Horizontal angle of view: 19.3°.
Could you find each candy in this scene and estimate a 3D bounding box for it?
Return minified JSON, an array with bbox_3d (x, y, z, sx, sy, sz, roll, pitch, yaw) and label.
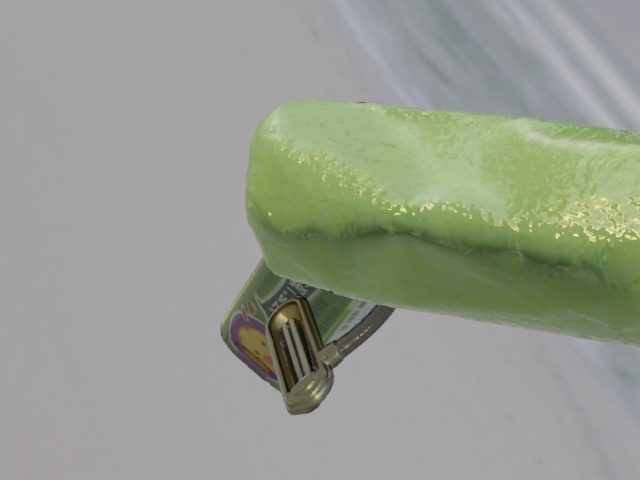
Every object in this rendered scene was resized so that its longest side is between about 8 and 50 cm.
[{"bbox_3d":[0.111,-0.014,1.281,0.344,0.132,0.142,9,-17,30],"label":"candy"}]

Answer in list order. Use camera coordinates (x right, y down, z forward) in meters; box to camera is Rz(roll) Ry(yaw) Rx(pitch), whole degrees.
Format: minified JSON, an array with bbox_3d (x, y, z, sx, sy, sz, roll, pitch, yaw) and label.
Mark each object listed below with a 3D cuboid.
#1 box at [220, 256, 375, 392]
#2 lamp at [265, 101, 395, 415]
[{"bbox_3d":[-0.007,0.051,2.048,0.134,0.097,0.345,41,-29,5],"label":"box"},{"bbox_3d":[0.006,0.001,1.824,0.125,0.283,0.203,-6,21,-18],"label":"lamp"}]
